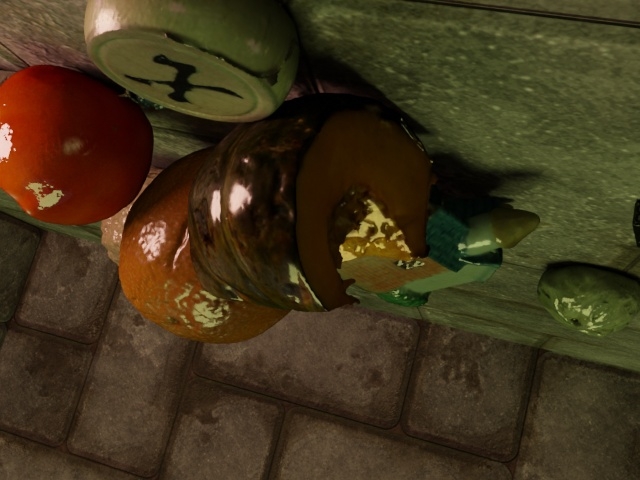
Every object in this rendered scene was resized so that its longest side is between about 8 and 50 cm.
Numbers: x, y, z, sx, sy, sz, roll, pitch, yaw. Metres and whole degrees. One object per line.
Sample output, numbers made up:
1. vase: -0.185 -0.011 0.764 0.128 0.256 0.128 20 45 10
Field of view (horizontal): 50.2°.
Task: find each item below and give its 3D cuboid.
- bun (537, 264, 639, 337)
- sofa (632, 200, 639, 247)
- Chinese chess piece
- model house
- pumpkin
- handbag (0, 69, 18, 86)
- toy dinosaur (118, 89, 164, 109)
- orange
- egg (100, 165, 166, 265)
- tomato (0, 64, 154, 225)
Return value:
1. bun: 0.557 0.131 1.425 0.204 0.126 0.212 17 170 1
2. sofa: 0.487 -0.019 0.985 0.060 0.039 0.118 10 169 31
3. Chinese chess piece: -0.136 -0.210 0.734 0.238 0.092 0.238 15 168 3
4. model house: 0.188 -0.034 1.059 0.325 0.194 0.267 -14 149 41
5. pumpkin: -0.015 -0.054 0.868 0.226 0.256 0.303 -7 -171 39
6. handbag: -0.568 -0.236 1.147 0.271 0.117 0.182 14 161 11
7. toy dinosaur: -0.259 -0.218 1.013 0.083 0.030 0.047 10 170 22
8. orange: -0.157 -0.003 1.146 0.322 0.357 0.322 17 138 16
9. egg: -0.334 -0.026 1.488 0.310 0.279 0.279 27 177 30
10. tomato: -0.370 -0.143 1.041 0.180 0.259 0.260 -18 151 35
